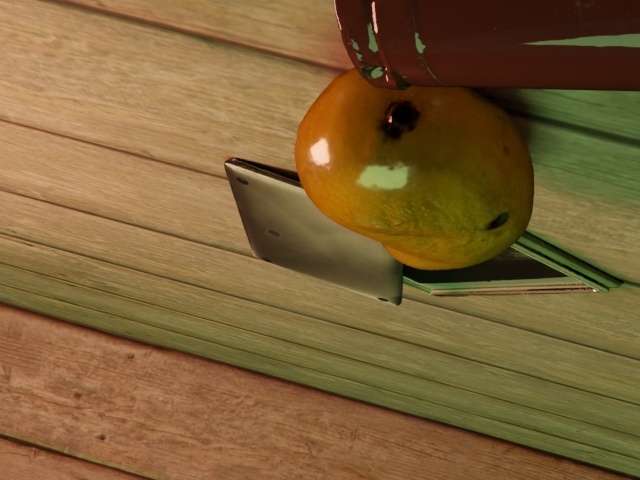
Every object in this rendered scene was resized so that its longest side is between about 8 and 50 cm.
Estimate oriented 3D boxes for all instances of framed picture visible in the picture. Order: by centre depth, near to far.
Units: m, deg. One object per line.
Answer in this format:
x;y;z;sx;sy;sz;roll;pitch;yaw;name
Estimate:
0.129;0.018;1.075;0.231;0.018;0.293;24;163;-29;framed picture

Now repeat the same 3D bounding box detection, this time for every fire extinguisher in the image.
0.141;-0.113;0.426;0.269;0.104;0.105;7;163;33;fire extinguisher

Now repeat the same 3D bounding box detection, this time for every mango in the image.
0.070;-0.048;0.719;0.157;0.109;0.262;2;167;15;mango

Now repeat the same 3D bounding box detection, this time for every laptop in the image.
0.000;0.000;1.080;0.188;0.015;0.269;19;161;10;laptop
